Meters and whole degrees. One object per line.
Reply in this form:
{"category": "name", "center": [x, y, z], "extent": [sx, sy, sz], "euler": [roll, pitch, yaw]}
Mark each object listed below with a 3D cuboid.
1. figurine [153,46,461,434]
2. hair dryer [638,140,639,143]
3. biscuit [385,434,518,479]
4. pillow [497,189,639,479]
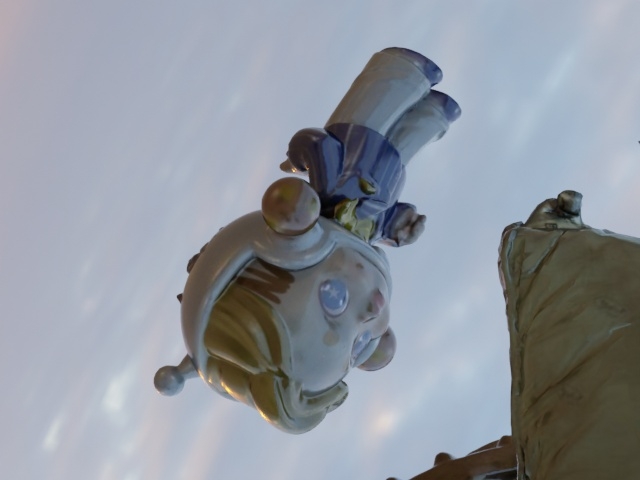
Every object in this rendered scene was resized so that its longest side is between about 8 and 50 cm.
{"category": "figurine", "center": [-0.002, -0.008, 1.273], "extent": [0.194, 0.133, 0.274], "euler": [25, 80, -60]}
{"category": "hair dryer", "center": [0.330, -0.115, 1.289], "extent": [0.357, 0.108, 0.173], "euler": [-20, 160, -34]}
{"category": "biscuit", "center": [0.133, 0.283, 1.678], "extent": [0.332, 0.332, 0.103], "euler": [-52, -132, 41]}
{"category": "pillow", "center": [0.141, 0.136, 0.561], "extent": [0.075, 0.184, 0.303], "euler": [142, -50, -71]}
